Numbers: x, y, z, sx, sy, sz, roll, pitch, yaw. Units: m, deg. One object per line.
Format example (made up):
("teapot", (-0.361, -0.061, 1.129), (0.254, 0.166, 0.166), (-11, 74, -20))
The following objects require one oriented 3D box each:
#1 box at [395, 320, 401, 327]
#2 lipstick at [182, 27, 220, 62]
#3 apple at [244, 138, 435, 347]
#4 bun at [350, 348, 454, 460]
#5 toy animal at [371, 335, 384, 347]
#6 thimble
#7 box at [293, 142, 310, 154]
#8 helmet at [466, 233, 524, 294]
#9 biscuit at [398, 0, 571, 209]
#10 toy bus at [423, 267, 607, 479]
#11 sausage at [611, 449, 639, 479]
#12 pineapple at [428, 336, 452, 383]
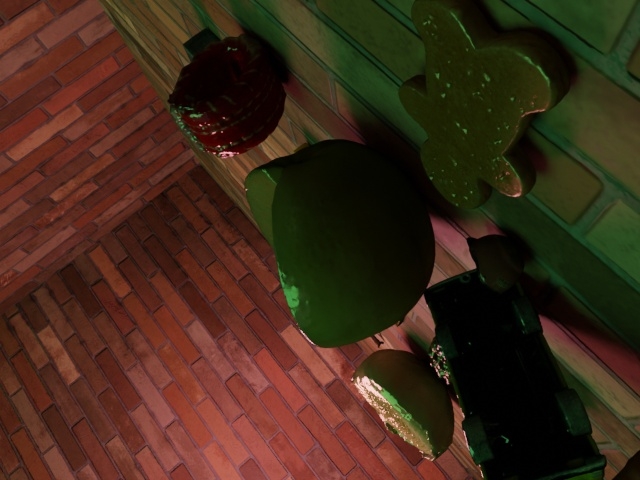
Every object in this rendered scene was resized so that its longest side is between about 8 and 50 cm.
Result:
("box", (0.178, 0.178, 1.524), (0.133, 0.023, 0.090), (48, 172, 18))
("lipstick", (-0.222, -0.341, 1.265), (0.068, 0.066, 0.317), (47, 170, 21))
("apple", (0.036, -0.014, 0.793), (0.295, 0.233, 0.258), (-123, 11, -68))
("bun", (0.269, 0.462, 1.649), (0.364, 0.202, 0.364), (44, 164, 17))
("toy animal", (0.162, 0.310, 1.999), (0.230, 0.066, 0.224), (46, 171, -2))
("thimble", (-0.150, -0.246, 0.933), (0.163, 0.190, 0.125), (15, 155, 30))
("box", (0.051, -0.067, 1.091), (0.269, 0.043, 0.152), (46, 170, 28))
("helmet", (0.209, 0.017, 0.645), (0.065, 0.049, 0.084), (25, -141, -34))
("biscuit", (0.140, -0.112, 0.513), (0.165, 0.036, 0.250), (47, 167, 25))
("toy bus", (0.222, 0.170, 0.658), (0.150, 0.127, 0.262), (57, -163, -44))
("sausage", (0.413, 0.383, 0.545), (0.287, 0.233, 0.233), (41, 167, 47))
("pineapple", (0.293, 0.227, 0.931), (0.237, 0.118, 0.111), (26, 110, 59))
